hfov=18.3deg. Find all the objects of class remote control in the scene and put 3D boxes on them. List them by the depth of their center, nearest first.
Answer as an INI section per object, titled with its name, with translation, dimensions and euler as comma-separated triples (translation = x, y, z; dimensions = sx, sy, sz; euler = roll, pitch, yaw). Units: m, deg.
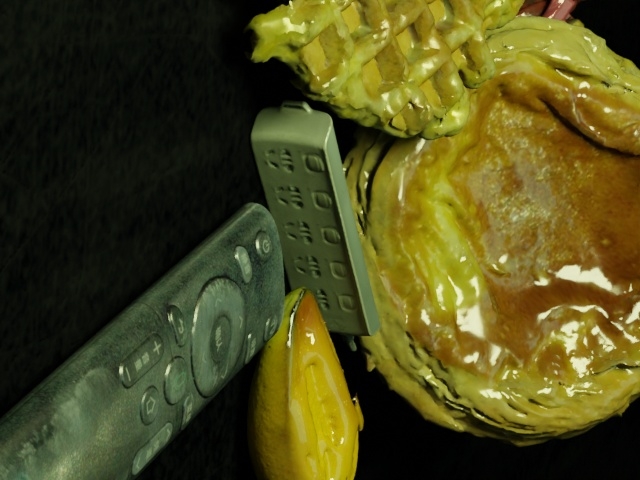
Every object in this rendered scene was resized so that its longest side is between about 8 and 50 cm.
[remote control]
translation = -0.118, 0.095, 1.250
dimensions = 0.377, 0.044, 0.107
euler = -43, 140, -55

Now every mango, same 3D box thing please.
[mango]
translation = -0.016, 0.127, 1.475
dimensions = 0.101, 0.066, 0.187
euler = -31, 121, -52

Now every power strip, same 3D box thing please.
[power strip]
translation = 0.000, 0.000, 1.471
dimensions = 0.253, 0.060, 0.027
euler = 75, 31, -42

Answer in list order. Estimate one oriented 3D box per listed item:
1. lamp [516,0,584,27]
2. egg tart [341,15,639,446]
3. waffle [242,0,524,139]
[lamp]
translation = 0.164, -0.145, 1.756
dimensions = 0.118, 0.118, 0.253
euler = 47, 58, -62
[egg tart]
translation = 0.158, -0.009, 1.627
dimensions = 0.150, 0.352, 0.352
euler = -159, -105, -73
[waffle]
translation = 0.049, -0.230, 1.423
dimensions = 0.325, 0.068, 0.302
euler = 16, 81, -53
